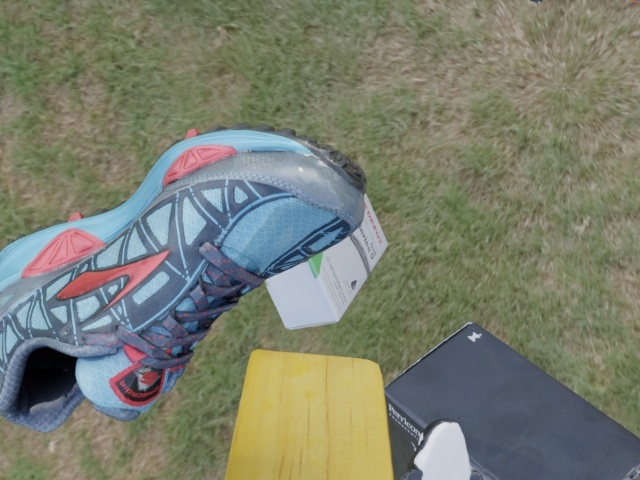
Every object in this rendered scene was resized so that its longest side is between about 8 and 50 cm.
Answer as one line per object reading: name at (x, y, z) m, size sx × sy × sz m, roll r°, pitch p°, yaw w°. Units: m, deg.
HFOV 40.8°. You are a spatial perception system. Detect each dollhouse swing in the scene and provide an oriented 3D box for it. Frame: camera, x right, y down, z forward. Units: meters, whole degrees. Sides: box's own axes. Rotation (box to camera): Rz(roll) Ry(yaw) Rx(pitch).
dollhouse swing at (0.104, 0.284, 0.685) m, size 0.305 × 0.315 × 0.346 m, roll -7°, pitch 109°, yaw 4°

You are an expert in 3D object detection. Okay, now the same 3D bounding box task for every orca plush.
orca plush at (0.189, 0.433, 1.421) m, size 0.151 × 0.102 × 0.287 m, roll -12°, pitch 93°, yaw -19°

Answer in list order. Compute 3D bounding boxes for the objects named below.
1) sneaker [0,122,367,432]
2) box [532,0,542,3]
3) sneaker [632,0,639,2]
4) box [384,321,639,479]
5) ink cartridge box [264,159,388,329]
sneaker at (-0.081, 0.037, 0.464) m, size 0.262 × 0.104 × 0.125 m, roll -25°, pitch 49°, yaw 30°
box at (0.285, -0.526, 1.391) m, size 0.270 × 0.143 × 0.165 m, roll 32°, pitch 62°, yaw 24°
sneaker at (0.596, -0.506, 1.461) m, size 0.083 × 0.087 × 0.221 m, roll 20°, pitch 114°, yaw 1°
box at (0.401, 0.517, 1.832) m, size 0.480 × 0.297 × 0.471 m, roll 36°, pitch 146°, yaw 39°
ink cartridge box at (0.000, 0.000, 1.647) m, size 0.121 × 0.289 × 0.211 m, roll -12°, pitch 113°, yaw 31°
